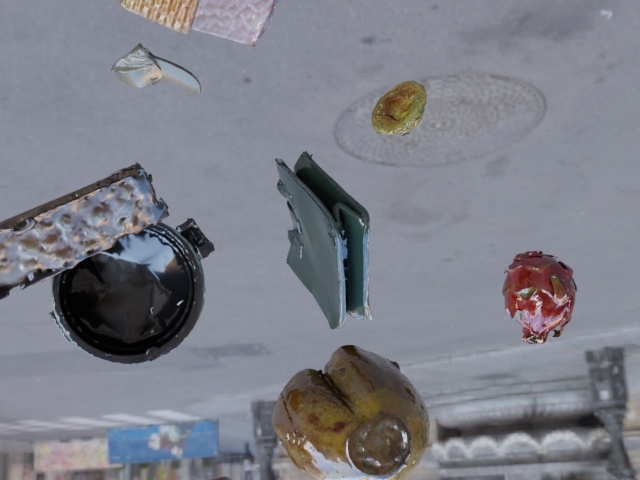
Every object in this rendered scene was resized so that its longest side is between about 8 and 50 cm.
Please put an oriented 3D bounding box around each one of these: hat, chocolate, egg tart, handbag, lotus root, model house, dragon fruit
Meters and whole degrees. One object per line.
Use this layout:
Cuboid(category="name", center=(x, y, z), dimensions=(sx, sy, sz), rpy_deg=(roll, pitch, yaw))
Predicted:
Cuboid(category="hat", center=(-0.325, -0.325, 1.535), dimensions=(0.175, 0.085, 0.147), rpy_deg=(28, -173, -16))
Cuboid(category="chocolate", center=(-0.347, 0.000, 0.921), dimensions=(0.329, 0.065, 0.102), rpy_deg=(-26, 139, -13))
Cuboid(category="egg tart", center=(0.156, -0.248, 1.488), dimensions=(0.130, 0.130, 0.052), rpy_deg=(-16, 141, 36))
Cuboid(category="handbag", center=(0.002, 0.000, 1.377), dimensions=(0.079, 0.260, 0.247), rpy_deg=(-18, 130, -19))
Cuboid(category="lotus root", center=(0.047, 0.246, 1.031), dimensions=(0.199, 0.188, 0.180), rpy_deg=(23, 176, -8))
Cuboid(category="model house", center=(-0.209, -0.483, 1.297), dimensions=(0.237, 0.237, 0.202), rpy_deg=(6, 128, -31))
Cuboid(category="dragon fruit", center=(0.383, 0.096, 1.335), dimensions=(0.136, 0.166, 0.133), rpy_deg=(14, 163, -23))

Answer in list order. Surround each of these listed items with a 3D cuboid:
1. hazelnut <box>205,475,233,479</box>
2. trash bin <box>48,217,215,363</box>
Cuboid(category="hazelnut", center=(-0.204, 0.547, 1.530), dimensions=(0.150, 0.150, 0.150), rpy_deg=(-3, 163, -1))
Cuboid(category="trash bin", center=(-0.305, 0.073, 1.223), dimensions=(0.277, 0.217, 0.262), rpy_deg=(-35, -173, -11))
